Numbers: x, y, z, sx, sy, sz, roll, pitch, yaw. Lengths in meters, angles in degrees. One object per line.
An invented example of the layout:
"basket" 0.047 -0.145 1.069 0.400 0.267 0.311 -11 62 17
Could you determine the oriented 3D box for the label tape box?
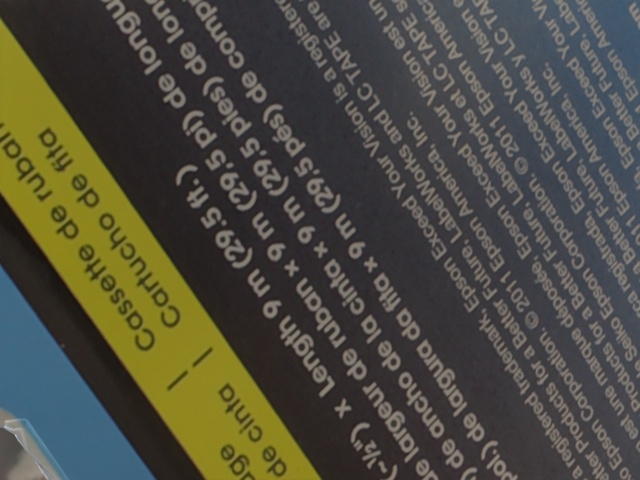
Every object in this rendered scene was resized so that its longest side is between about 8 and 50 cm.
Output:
"label tape box" 0.000 0.000 0.496 0.348 0.249 0.115 -42 -160 -26
